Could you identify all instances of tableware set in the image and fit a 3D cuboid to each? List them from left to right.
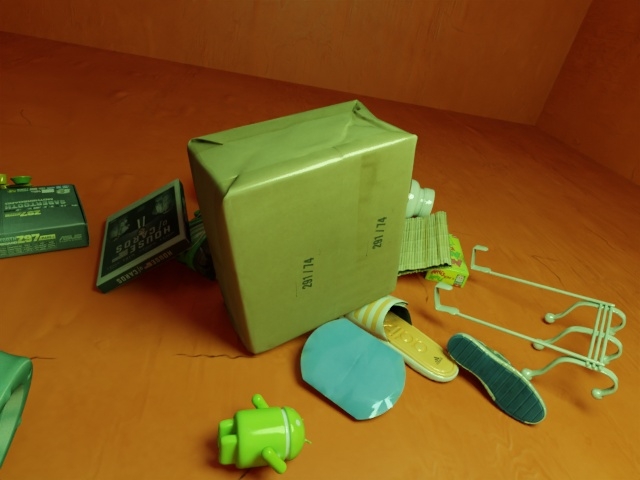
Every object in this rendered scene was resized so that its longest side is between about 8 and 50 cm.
[{"bbox_3d":[-0.668,-0.118,0.883,0.103,0.024,0.154,-10,2,-40],"label":"tableware set"}]

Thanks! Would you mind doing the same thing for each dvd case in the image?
[{"bbox_3d":[-0.345,-0.020,0.827,0.179,0.030,0.239,-29,39,-1],"label":"dvd case"}]

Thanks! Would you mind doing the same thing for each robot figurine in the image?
[{"bbox_3d":[-0.072,0.250,0.537,0.115,0.067,0.101,2,20,-18],"label":"robot figurine"}]

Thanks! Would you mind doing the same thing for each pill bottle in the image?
[{"bbox_3d":[0.209,-0.127,1.208,0.215,0.121,0.121,14,31,1],"label":"pill bottle"}]

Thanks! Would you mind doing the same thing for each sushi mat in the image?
[{"bbox_3d":[0.237,0.000,1.030,0.151,0.019,0.317,-12,21,19],"label":"sushi mat"}]

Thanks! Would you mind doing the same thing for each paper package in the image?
[{"bbox_3d":[-0.022,-0.022,0.683,0.309,0.325,0.168,-21,42,-21],"label":"paper package"}]

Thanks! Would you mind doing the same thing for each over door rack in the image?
[{"bbox_3d":[0.408,0.152,0.837,0.324,0.108,0.239,28,34,26],"label":"over door rack"}]

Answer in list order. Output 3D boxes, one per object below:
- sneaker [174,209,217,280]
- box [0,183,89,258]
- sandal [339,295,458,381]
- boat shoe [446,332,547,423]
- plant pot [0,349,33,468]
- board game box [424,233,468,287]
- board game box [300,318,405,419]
[{"bbox_3d":[-0.192,-0.053,0.925,0.146,0.134,0.343,23,33,18],"label":"sneaker"},{"bbox_3d":[-0.597,-0.040,0.825,0.232,0.059,0.183,-11,39,-32],"label":"box"},{"bbox_3d":[0.141,0.148,0.774,0.265,0.076,0.102,30,35,27],"label":"sandal"},{"bbox_3d":[0.304,0.224,0.718,0.183,0.066,0.066,46,22,24],"label":"boat shoe"},{"bbox_3d":[-0.429,0.172,0.370,0.255,0.272,0.272,19,27,-21],"label":"plant pot"},{"bbox_3d":[0.303,0.039,1.047,0.092,0.043,0.181,14,31,1],"label":"board game box"},{"bbox_3d":[0.049,0.209,0.678,0.168,0.033,0.133,30,51,18],"label":"board game box"}]
